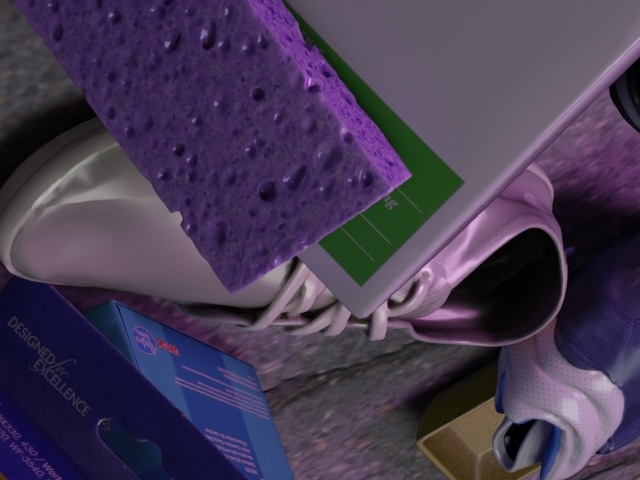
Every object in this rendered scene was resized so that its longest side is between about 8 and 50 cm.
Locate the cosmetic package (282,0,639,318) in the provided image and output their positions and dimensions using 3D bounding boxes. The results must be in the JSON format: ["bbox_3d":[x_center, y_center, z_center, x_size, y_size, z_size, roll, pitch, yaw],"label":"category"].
[{"bbox_3d":[0.094,-0.160,0.953,0.365,0.197,0.155,-48,175,30],"label":"cosmetic package"}]

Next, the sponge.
[{"bbox_3d":[-0.062,-0.085,0.937,0.117,0.210,0.031,-34,-176,35],"label":"sponge"}]

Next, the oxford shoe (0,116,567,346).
[{"bbox_3d":[0.000,0.000,1.219,0.449,0.130,0.169,5,138,-39],"label":"oxford shoe"}]

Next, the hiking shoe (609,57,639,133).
[{"bbox_3d":[0.277,-0.183,1.041,0.113,0.132,0.304,26,85,-15],"label":"hiking shoe"}]

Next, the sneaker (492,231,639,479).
[{"bbox_3d":[0.230,0.094,1.477,0.236,0.130,0.323,-38,162,4],"label":"sneaker"}]

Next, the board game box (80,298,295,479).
[{"bbox_3d":[-0.068,0.227,1.256,0.079,0.336,0.254,-25,160,12],"label":"board game box"}]

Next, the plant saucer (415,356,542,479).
[{"bbox_3d":[0.180,0.142,1.640,0.188,0.045,0.188,-31,149,6],"label":"plant saucer"}]

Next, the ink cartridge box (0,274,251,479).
[{"bbox_3d":[-0.186,0.220,1.121,0.307,0.303,0.072,-53,158,10],"label":"ink cartridge box"}]
